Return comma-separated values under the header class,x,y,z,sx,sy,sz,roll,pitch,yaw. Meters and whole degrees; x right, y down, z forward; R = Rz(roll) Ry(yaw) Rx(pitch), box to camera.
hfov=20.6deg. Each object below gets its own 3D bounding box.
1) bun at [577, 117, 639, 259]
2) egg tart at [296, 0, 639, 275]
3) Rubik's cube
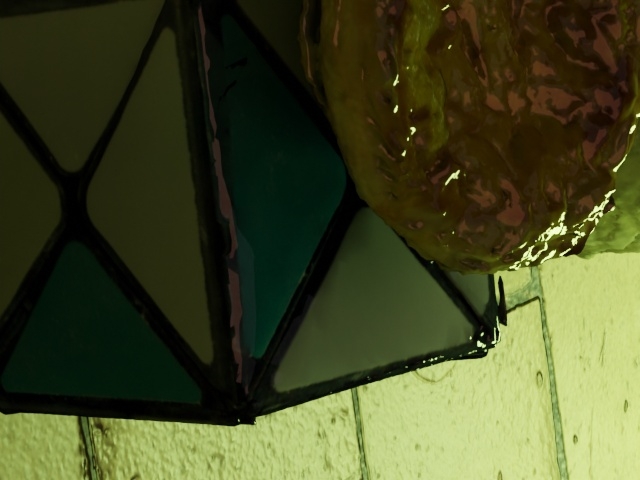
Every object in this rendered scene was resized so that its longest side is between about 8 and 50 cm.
class,x,y,z,sx,sy,sz,roll,pitch,yaw
bun,0.295,-0.103,1.712,0.348,0.352,0.227,-17,94,-23
egg tart,0.090,-0.138,1.163,0.341,0.129,0.341,1,89,-48
Rubik's cube,-0.070,-0.036,1.289,0.307,0.305,0.310,-9,98,-50
